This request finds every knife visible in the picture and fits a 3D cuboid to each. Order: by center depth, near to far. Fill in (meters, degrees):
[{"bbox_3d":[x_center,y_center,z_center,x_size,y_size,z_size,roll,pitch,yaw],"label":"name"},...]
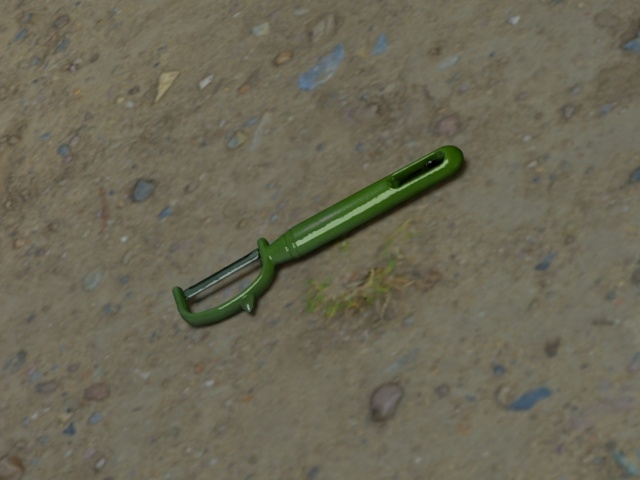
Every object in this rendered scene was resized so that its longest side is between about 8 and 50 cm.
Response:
[{"bbox_3d":[0.000,-0.001,1.238,0.212,0.015,0.054,-29,38,10],"label":"knife"}]
